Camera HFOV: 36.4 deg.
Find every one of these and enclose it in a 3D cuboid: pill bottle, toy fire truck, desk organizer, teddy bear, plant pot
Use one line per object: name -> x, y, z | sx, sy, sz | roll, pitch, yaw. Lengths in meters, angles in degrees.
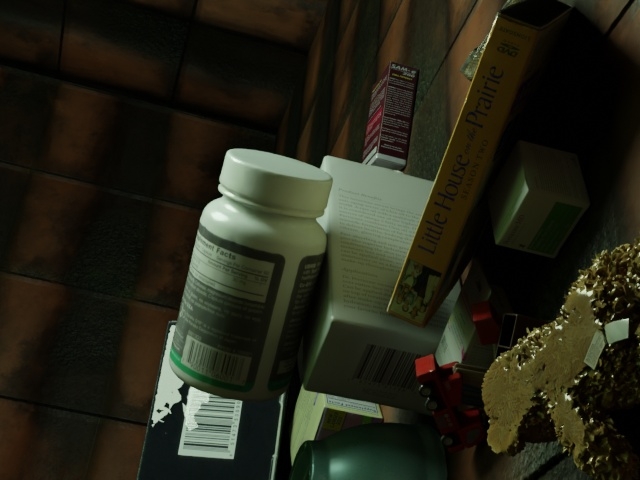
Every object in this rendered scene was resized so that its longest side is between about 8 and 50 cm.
pill bottle -> -0.105, 0.052, 1.535 | 0.204, 0.204, 0.361 | -115, 40, -73
toy fire truck -> 0.200, 0.186, 1.299 | 0.047, 0.135, 0.192 | -83, -30, -65
desk organizer -> 0.248, 0.158, 1.217 | 0.047, 0.050, 0.130 | 172, 111, -79
teddy bear -> 0.294, 0.111, 0.954 | 0.245, 0.113, 0.338 | -101, 33, -49
plant pot -> 0.052, 0.416, 1.521 | 0.293, 0.196, 0.293 | -167, 90, -80

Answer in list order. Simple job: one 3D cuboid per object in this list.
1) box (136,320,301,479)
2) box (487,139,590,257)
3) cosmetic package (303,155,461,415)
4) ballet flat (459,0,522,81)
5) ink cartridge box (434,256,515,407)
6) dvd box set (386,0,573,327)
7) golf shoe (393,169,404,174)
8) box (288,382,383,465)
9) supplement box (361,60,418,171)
box -> -0.209, 0.500, 2.195 | 0.472, 0.297, 0.480 | 83, -168, -58
box -> 0.275, -0.053, 1.235 | 0.102, 0.087, 0.101 | -88, 15, -46
cosmetic package -> 0.096, 0.061, 1.639 | 0.453, 0.230, 0.162 | -90, 17, -53
ballet flat -> 0.303, -0.335, 1.545 | 0.084, 0.058, 0.250 | -39, -10, -40
ink cartridge box -> 0.221, 0.128, 1.359 | 0.104, 0.061, 0.181 | -99, 24, -62
dvd box set -> 0.223, -0.118, 1.338 | 0.307, 0.062, 0.421 | -40, -29, -61
golf shoe -> 0.134, -0.093, 2.061 | 0.186, 0.067, 0.086 | 116, 165, -49
box -> 0.024, 0.365, 1.937 | 0.243, 0.117, 0.214 | -101, 27, -68
supplement box -> 0.151, -0.258, 2.157 | 0.130, 0.073, 0.240 | 133, 148, -67
